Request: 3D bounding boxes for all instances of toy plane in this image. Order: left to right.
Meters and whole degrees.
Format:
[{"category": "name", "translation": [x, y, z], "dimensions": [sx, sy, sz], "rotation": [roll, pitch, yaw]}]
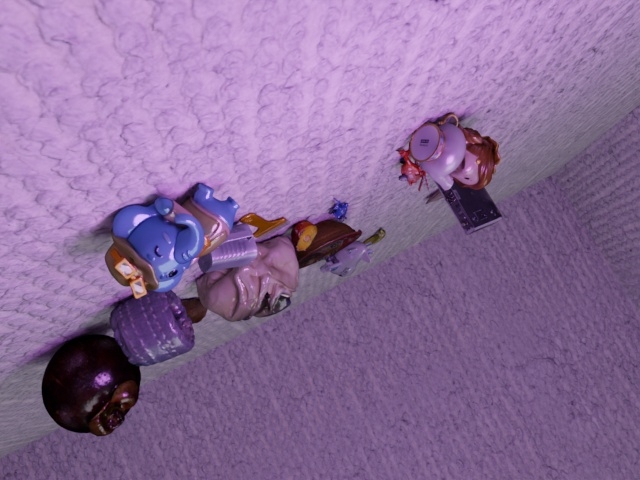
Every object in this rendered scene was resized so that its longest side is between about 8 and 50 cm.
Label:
[{"category": "toy plane", "translation": [0.058, -0.095, 1.820], "dimensions": [0.062, 0.054, 0.167], "rotation": [-53, 169, 1]}, {"category": "toy plane", "translation": [0.121, 0.079, 2.606], "dimensions": [0.266, 0.123, 0.267], "rotation": [-25, 171, -4]}, {"category": "toy plane", "translation": [0.246, -0.197, 1.664], "dimensions": [0.077, 0.126, 0.194], "rotation": [-2, 180, 21]}]

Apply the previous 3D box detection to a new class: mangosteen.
[{"category": "mangosteen", "translation": [-0.659, 0.424, 1.785], "dimensions": [0.293, 0.298, 0.297], "rotation": [2, 176, 14]}]

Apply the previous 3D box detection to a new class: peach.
[{"category": "peach", "translation": [-0.058, -0.018, 1.815], "dimensions": [0.098, 0.061, 0.098], "rotation": [-36, 147, -29]}]

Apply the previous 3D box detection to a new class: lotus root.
[{"category": "lotus root", "translation": [-0.494, 0.263, 2.036], "dimensions": [0.167, 0.078, 0.329], "rotation": [-34, 168, 22]}]

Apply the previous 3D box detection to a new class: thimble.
[{"category": "thimble", "translation": [-0.463, 0.235, 1.673], "dimensions": [0.172, 0.205, 0.236], "rotation": [-23, -166, -2]}]

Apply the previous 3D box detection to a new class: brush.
[{"category": "brush", "translation": [-0.156, -0.043, 1.600], "dimensions": [0.103, 0.013, 0.272], "rotation": [-30, 169, 8]}]

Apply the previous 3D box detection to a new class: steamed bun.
[{"category": "steamed bun", "translation": [-0.199, 0.137, 1.840], "dimensions": [0.319, 0.206, 0.275], "rotation": [-29, 172, 25]}]

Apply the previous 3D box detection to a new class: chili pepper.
[{"category": "chili pepper", "translation": [0.240, -0.004, 2.726], "dimensions": [0.049, 0.043, 0.208], "rotation": [-36, 177, -37]}]

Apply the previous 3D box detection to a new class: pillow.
[{"category": "pillow", "translation": [0.524, -0.213, 2.451], "dimensions": [0.130, 0.038, 0.232], "rotation": [-25, 170, -32]}]

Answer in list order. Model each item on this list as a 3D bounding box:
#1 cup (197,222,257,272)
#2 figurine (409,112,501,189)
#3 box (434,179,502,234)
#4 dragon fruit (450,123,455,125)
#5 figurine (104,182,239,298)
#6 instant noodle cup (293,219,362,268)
[{"category": "cup", "translation": [-0.221, 0.013, 1.452], "dimensions": [0.129, 0.095, 0.128], "rotation": [-13, 165, -36]}, {"category": "figurine", "translation": [0.357, -0.219, 1.560], "dimensions": [0.263, 0.190, 0.142], "rotation": [12, -172, -36]}, {"category": "box", "translation": [0.446, -0.157, 1.882], "dimensions": [0.210, 0.270, 0.045], "rotation": [-15, 163, -44]}, {"category": "dragon fruit", "translation": [0.339, -0.264, 1.658], "dimensions": [0.126, 0.068, 0.112], "rotation": [-35, 165, 32]}, {"category": "figurine", "translation": [-0.282, -0.013, 1.134], "dimensions": [0.262, 0.154, 0.180], "rotation": [-44, 162, -5]}, {"category": "instant noodle cup", "translation": [0.000, 0.000, 1.987], "dimensions": [0.273, 0.091, 0.274], "rotation": [-26, 169, -5]}]
